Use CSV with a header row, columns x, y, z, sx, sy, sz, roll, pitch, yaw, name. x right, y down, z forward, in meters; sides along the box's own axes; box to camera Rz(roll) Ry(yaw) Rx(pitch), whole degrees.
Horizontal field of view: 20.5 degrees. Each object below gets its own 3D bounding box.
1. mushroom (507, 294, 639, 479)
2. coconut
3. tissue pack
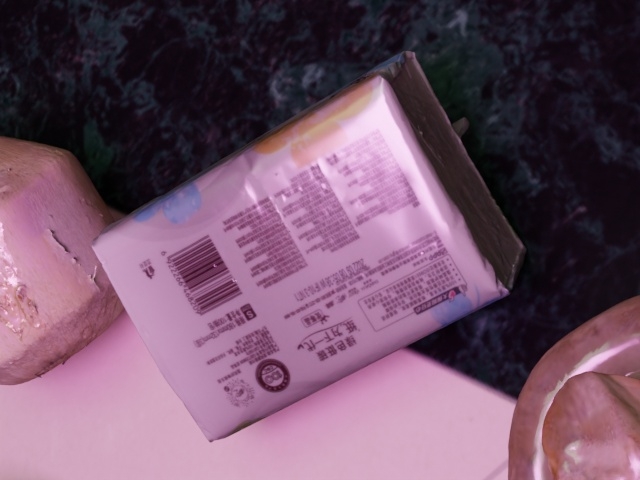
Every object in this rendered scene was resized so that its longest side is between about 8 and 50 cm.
x,y,z,sx,sy,sz,roll,pitch,yaw,name
0.185,0.123,0.947,0.204,0.204,0.204,-10,70,30,mushroom
-0.227,0.003,1.243,0.170,0.171,0.183,-26,108,23,coconut
0.000,0.000,1.153,0.229,0.145,0.159,-29,95,23,tissue pack
